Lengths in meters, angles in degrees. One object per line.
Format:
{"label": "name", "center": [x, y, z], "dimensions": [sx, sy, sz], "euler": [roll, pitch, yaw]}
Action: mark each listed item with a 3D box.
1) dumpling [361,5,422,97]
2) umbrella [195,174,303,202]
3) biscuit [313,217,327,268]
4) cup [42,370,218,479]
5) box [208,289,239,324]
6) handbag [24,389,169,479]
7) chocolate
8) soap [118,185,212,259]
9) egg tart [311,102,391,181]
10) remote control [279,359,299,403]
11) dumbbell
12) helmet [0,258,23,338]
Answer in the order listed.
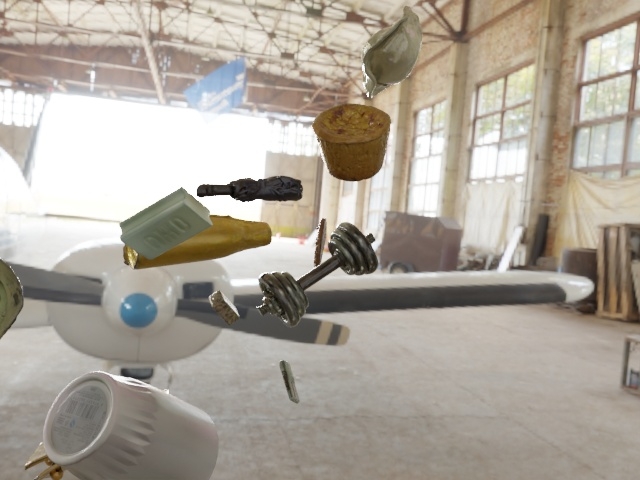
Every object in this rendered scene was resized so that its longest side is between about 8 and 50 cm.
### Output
{"label": "dumpling", "center": [0.122, -0.344, 1.097], "dimensions": [0.169, 0.099, 0.134], "euler": [-37, -4, 33]}
{"label": "umbrella", "center": [-0.155, -0.118, 1.303], "dimensions": [0.249, 0.070, 0.071], "euler": [0, 4, -23]}
{"label": "biscuit", "center": [0.000, -0.005, 1.883], "dimensions": [0.025, 0.125, 0.206], "euler": [6, 33, 4]}
{"label": "cup", "center": [-0.433, 0.465, 1.365], "dimensions": [0.254, 0.253, 0.371], "euler": [6, -28, 33]}
{"label": "box", "center": [-0.288, 0.201, 1.749], "dimensions": [0.098, 0.045, 0.062], "euler": [54, -1, -38]}
{"label": "handbag", "center": [-0.609, 0.565, 1.683], "dimensions": [0.401, 0.132, 0.283], "euler": [-21, -8, -15]}
{"label": "chocolate", "center": [-0.366, -0.006, 1.789], "dimensions": [0.446, 0.162, 0.162], "euler": [-5, 7, -30]}
{"label": "soap", "center": [-0.383, -0.040, 1.451], "dimensions": [0.198, 0.066, 0.119], "euler": [-28, -40, 14]}
{"label": "egg tart", "center": [0.079, -0.242, 1.487], "dimensions": [0.203, 0.147, 0.202], "euler": [-2, 38, 2]}
{"label": "remote control", "center": [-0.116, 0.534, 2.225], "dimensions": [0.029, 0.166, 0.065], "euler": [-30, -38, 10]}
{"label": "dumbbell", "center": [-0.006, 0.095, 1.686], "dimensions": [0.406, 0.179, 0.179], "euler": [-33, 15, -17]}
{"label": "helmet", "center": [-0.732, 0.143, 1.229], "dimensions": [0.258, 0.204, 0.137], "euler": [-34, -1, -9]}
